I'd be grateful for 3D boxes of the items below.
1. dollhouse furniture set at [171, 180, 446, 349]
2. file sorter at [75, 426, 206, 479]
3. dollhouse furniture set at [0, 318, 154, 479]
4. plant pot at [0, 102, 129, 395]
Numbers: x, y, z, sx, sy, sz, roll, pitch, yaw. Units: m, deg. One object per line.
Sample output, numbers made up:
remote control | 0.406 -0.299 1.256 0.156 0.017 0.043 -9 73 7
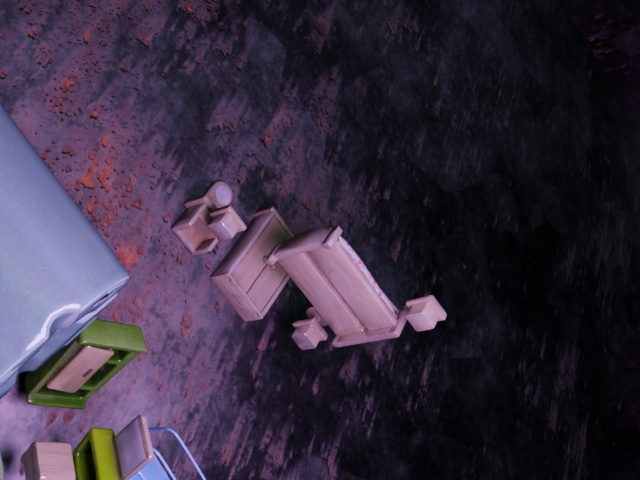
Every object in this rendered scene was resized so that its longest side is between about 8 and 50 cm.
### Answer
dollhouse furniture set | 0.000 0.000 1.458 0.303 0.355 0.174 53 46 -23
file sorter | -0.260 0.352 1.272 0.170 0.104 0.118 -43 111 -44
dollhouse furniture set | -0.358 0.201 1.085 0.301 0.151 0.197 16 43 -43
plant pot | -0.403 0.000 0.961 0.334 0.341 0.341 49 46 -1
